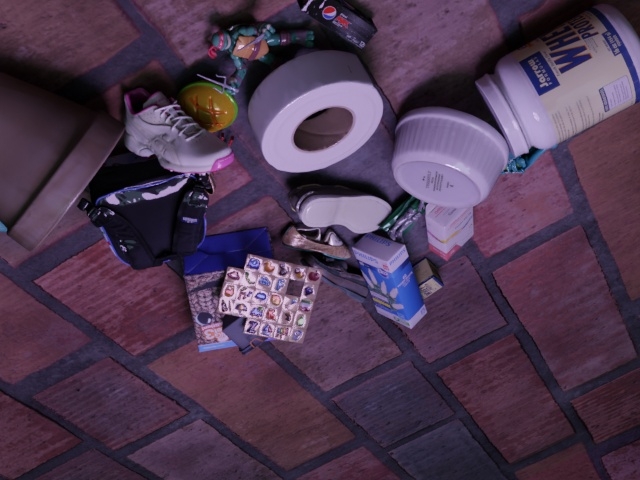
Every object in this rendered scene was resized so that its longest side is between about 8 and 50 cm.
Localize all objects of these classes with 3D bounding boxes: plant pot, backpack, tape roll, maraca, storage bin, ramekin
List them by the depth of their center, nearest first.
[{"bbox_3d":[-0.598,-0.187,1.528,0.280,0.323,0.323,38,115,-20],"label":"plant pot"},{"bbox_3d":[-0.258,-0.281,1.649,0.186,0.099,0.127,-21,126,38],"label":"maraca"},{"bbox_3d":[-0.010,-0.275,1.655,0.286,0.100,0.286,-19,151,-11],"label":"tape roll"},{"bbox_3d":[-0.383,-0.070,1.720,0.277,0.213,0.263,-11,134,-9],"label":"backpack"},{"bbox_3d":[0.289,-0.180,1.769,0.273,0.127,0.273,18,159,7],"label":"ramekin"},{"bbox_3d":[-0.182,0.215,1.934,0.135,0.098,0.091,-38,120,19],"label":"storage bin"}]

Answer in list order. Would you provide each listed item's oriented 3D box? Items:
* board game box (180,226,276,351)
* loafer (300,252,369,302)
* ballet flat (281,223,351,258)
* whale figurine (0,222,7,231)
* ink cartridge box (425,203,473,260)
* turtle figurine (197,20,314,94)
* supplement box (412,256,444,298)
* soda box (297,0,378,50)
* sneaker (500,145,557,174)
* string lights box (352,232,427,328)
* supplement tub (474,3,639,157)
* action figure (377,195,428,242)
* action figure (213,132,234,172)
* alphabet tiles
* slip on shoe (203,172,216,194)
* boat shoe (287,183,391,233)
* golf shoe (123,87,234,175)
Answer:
[{"bbox_3d":[-0.229,0.131,2.001,0.232,0.141,0.290,-9,133,-7],"label":"board game box"},{"bbox_3d":[0.051,0.084,2.084,0.084,0.096,0.268,-52,134,5],"label":"loafer"},{"bbox_3d":[0.000,0.000,1.996,0.206,0.073,0.067,10,114,-28],"label":"ballet flat"},{"bbox_3d":[-0.827,-0.028,1.693,0.272,0.141,0.216,-7,133,-9],"label":"whale figurine"},{"bbox_3d":[0.337,-0.051,1.984,0.115,0.067,0.198,-43,148,-17],"label":"ink cartridge box"},{"bbox_3d":[-0.136,-0.392,1.563,0.234,0.118,0.175,-4,150,-32],"label":"turtle figurine"},{"bbox_3d":[0.290,0.108,2.159,0.083,0.083,0.056,-37,131,19],"label":"supplement box"},{"bbox_3d":[0.036,-0.467,1.581,0.169,0.053,0.060,25,121,-33],"label":"soda box"},{"bbox_3d":[0.461,-0.208,1.897,0.275,0.110,0.107,-34,131,17],"label":"sneaker"},{"bbox_3d":[0.190,0.107,2.071,0.077,0.133,0.259,-43,131,-24],"label":"string lights box"},{"bbox_3d":[0.535,-0.348,1.700,0.325,0.235,0.235,-28,133,11],"label":"supplement tub"},{"bbox_3d":[0.258,-0.097,1.957,0.232,0.063,0.137,-52,153,18],"label":"action figure"},{"bbox_3d":[-0.231,-0.200,1.773,0.038,0.030,0.115,13,132,-19],"label":"action figure"},{"bbox_3d":[-0.129,0.142,1.878,0.237,0.009,0.198,13,99,-18],"label":"alphabet tiles"},{"bbox_3d":[-0.283,-0.161,1.786,0.052,0.041,0.135,-20,134,3],"label":"slip on shoe"},{"bbox_3d":[0.052,-0.086,1.905,0.305,0.091,0.109,3,119,-42],"label":"boat shoe"},{"bbox_3d":[-0.306,-0.226,1.575,0.115,0.306,0.140,-38,136,-40],"label":"golf shoe"}]
